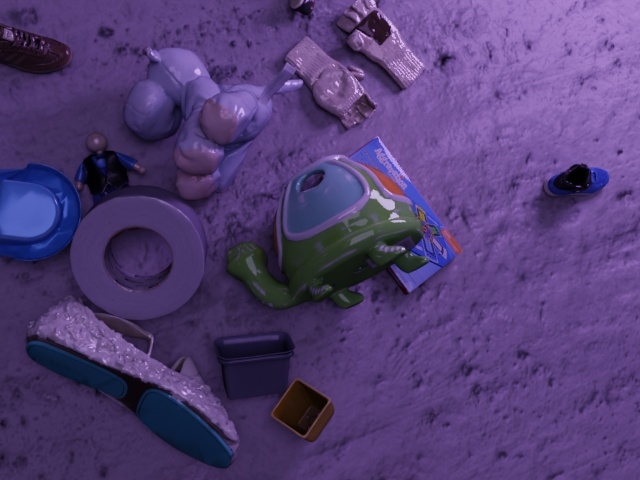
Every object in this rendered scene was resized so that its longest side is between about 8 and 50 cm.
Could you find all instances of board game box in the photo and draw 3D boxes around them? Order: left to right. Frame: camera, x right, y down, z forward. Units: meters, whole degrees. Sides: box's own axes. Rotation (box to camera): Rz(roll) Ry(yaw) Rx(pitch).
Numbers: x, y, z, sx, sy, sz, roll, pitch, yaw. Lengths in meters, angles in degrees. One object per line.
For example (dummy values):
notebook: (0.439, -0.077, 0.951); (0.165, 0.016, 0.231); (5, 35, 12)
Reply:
board game box: (0.138, -0.050, 1.432); (0.145, 0.027, 0.281); (-36, 91, -15)

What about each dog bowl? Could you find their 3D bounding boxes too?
dog bowl: (-0.554, -0.050, 1.237); (0.297, 0.074, 0.165); (6, 79, -12)

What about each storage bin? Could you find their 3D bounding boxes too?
storage bin: (-0.118, 0.220, 1.298); (0.135, 0.098, 0.091); (-4, 109, -15)

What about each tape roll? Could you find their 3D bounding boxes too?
tape roll: (-0.302, 0.021, 1.239); (0.219, 0.072, 0.219); (-2, 109, -5)

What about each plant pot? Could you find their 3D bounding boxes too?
plant pot: (-0.023, 0.306, 1.298); (0.081, 0.083, 0.081); (27, 72, 30)

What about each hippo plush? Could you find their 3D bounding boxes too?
hippo plush: (-0.221, -0.240, 1.268); (0.237, 0.234, 0.294); (35, 93, 6)

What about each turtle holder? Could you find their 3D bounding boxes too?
turtle holder: (0.016, -0.004, 1.311); (0.243, 0.320, 0.227); (-6, 64, -51)

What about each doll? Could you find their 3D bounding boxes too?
doll: (-0.370, -0.105, 1.305); (0.129, 0.046, 0.188); (-21, 80, -7)

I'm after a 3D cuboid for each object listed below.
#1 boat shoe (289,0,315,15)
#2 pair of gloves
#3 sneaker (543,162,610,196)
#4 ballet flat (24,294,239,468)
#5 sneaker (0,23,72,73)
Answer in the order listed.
boat shoe: (-0.031, -0.508, 1.462); (0.042, 0.049, 0.133); (24, 63, -43)
pair of gloves: (0.072, -0.354, 1.460); (0.240, 0.042, 0.204); (-39, 92, -16)
sneaker: (0.546, -0.126, 1.516); (0.152, 0.084, 0.058); (-7, 82, -15)
ballet flat: (-0.290, 0.221, 1.233); (0.409, 0.147, 0.147); (34, 75, -7)
sneaker: (-0.536, -0.340, 1.291); (0.189, 0.071, 0.066); (4, 80, -13)
